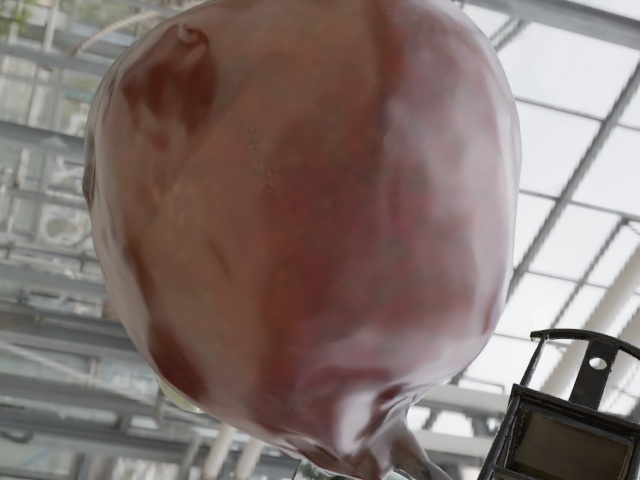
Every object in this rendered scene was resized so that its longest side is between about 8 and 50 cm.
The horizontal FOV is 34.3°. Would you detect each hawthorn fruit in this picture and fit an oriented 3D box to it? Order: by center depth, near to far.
[{"bbox_3d":[-0.008,-0.020,0.706,0.308,0.308,0.325,-123,-152,-69],"label":"hawthorn fruit"}]

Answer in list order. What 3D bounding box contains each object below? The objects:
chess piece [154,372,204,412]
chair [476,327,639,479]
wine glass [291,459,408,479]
[{"bbox_3d":[-0.062,0.093,1.084,0.251,0.144,0.144,-27,-142,17],"label":"chess piece"},{"bbox_3d":[0.246,0.218,1.038,0.260,0.154,0.142,-50,152,-51],"label":"chair"},{"bbox_3d":[0.067,0.334,1.323,0.093,0.202,0.093,-54,158,-34],"label":"wine glass"}]
